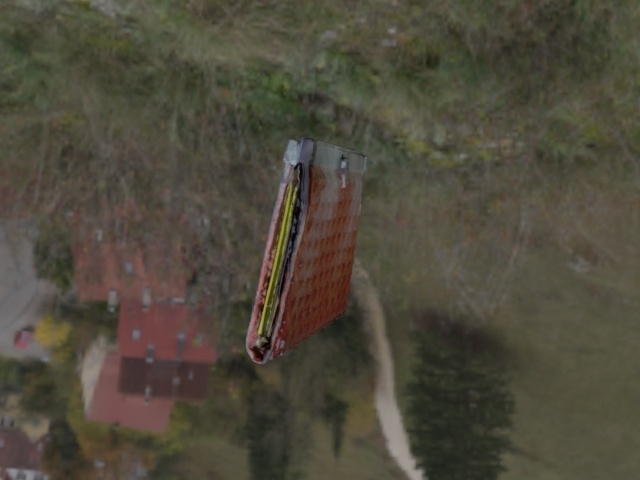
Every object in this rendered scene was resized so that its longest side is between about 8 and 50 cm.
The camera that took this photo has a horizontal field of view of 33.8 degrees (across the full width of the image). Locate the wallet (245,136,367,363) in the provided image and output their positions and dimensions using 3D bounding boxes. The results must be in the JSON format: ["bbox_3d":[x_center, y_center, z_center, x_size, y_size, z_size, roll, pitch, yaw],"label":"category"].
[{"bbox_3d":[0.000,0.000,0.552,0.020,0.103,0.196,11,-175,9],"label":"wallet"}]
